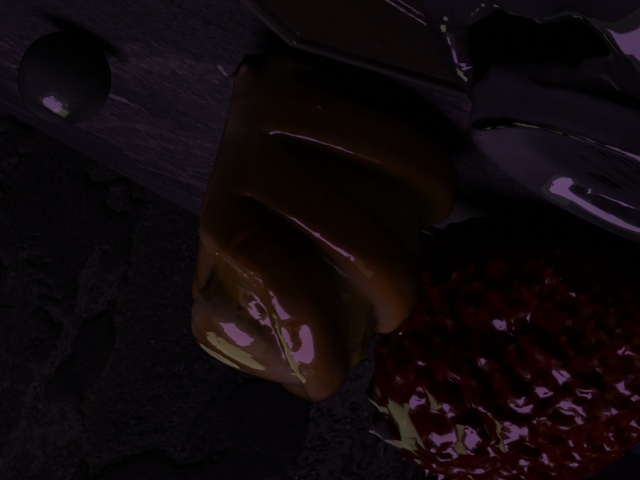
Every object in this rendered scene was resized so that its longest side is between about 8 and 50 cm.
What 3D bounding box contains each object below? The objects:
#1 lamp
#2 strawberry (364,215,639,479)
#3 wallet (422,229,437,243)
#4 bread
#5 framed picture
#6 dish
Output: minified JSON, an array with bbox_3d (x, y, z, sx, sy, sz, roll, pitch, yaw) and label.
[{"bbox_3d":[-0.283,-0.179,1.417,0.105,0.105,0.105,26,174,3],"label":"lamp"},{"bbox_3d":[0.217,0.115,1.227,0.343,0.292,0.292,1,158,42],"label":"strawberry"},{"bbox_3d":[0.226,0.080,1.667,0.237,0.075,0.342,20,172,22],"label":"wallet"},{"bbox_3d":[0.000,0.000,1.102,0.211,0.270,0.315,12,168,0],"label":"bread"},{"bbox_3d":[-0.009,-0.170,0.770,0.240,0.020,0.324,22,173,36],"label":"framed picture"},{"bbox_3d":[0.146,-0.069,0.524,0.303,0.120,0.303,25,174,3],"label":"dish"}]
